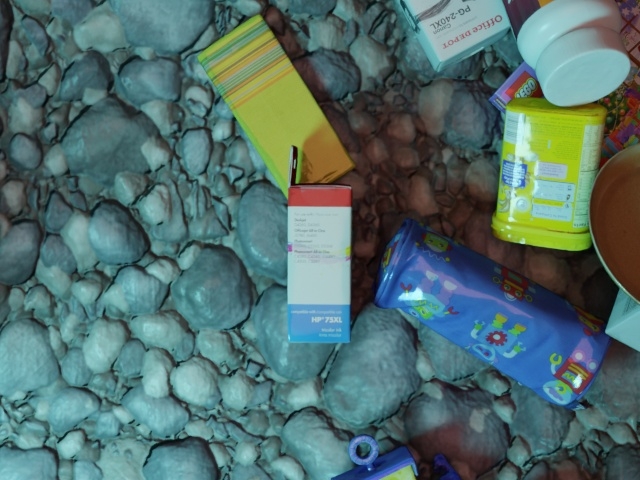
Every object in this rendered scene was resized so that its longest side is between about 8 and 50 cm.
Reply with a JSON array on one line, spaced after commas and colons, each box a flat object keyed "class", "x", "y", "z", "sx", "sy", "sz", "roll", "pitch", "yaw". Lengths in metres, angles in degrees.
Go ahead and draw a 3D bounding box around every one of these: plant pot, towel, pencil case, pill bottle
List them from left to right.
[{"class": "towel", "x": -0.057, "y": -0.169, "z": 1.180, "sx": 0.102, "sy": 0.021, "sz": 0.237, "roll": -32, "pitch": 90, "yaw": 5}, {"class": "pencil case", "x": 0.208, "y": 0.092, "z": 1.126, "sx": 0.306, "sy": 0.119, "sz": 0.133, "roll": 28, "pitch": 127, "yaw": 0}, {"class": "pill bottle", "x": 0.283, "y": -0.277, "z": 1.072, "sx": 0.121, "sy": 0.121, "sz": 0.221, "roll": -11, "pitch": 61, "yaw": 0}, {"class": "plant pot", "x": 0.410, "y": -0.005, "z": 1.022, "sx": 0.236, "sy": 0.032, "sz": 0.236, "roll": 4, "pitch": 63, "yaw": -7}]

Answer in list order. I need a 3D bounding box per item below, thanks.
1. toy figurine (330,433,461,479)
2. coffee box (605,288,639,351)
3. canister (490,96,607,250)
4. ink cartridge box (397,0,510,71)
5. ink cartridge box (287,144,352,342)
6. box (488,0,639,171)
[{"class": "toy figurine", "x": 0.115, "y": 0.327, "z": 1.093, "sx": 0.362, "sy": 0.191, "sz": 0.217, "roll": -24, "pitch": 84, "yaw": -2}, {"class": "coffee box", "x": 0.459, "y": 0.028, "z": 1.089, "sx": 0.141, "sy": 0.098, "sz": 0.246, "roll": 29, "pitch": 63, "yaw": 0}, {"class": "canister", "x": 0.281, "y": -0.083, "z": 1.110, "sx": 0.126, "sy": 0.073, "sz": 0.170, "roll": 9, "pitch": 114, "yaw": 19}, {"class": "ink cartridge box", "x": 0.164, "y": -0.309, "z": 1.159, "sx": 0.109, "sy": 0.063, "sz": 0.150, "roll": -28, "pitch": 89, "yaw": -1}, {"class": "ink cartridge box", "x": 0.000, "y": 0.000, "z": 1.109, "sx": 0.078, "sy": 0.134, "sz": 0.231, "roll": 1, "pitch": 95, "yaw": 1}, {"class": "box", "x": 0.389, "y": -0.224, "z": 1.160, "sx": 0.201, "sy": 0.057, "sz": 0.293, "roll": 42, "pitch": 89, "yaw": 1}]
